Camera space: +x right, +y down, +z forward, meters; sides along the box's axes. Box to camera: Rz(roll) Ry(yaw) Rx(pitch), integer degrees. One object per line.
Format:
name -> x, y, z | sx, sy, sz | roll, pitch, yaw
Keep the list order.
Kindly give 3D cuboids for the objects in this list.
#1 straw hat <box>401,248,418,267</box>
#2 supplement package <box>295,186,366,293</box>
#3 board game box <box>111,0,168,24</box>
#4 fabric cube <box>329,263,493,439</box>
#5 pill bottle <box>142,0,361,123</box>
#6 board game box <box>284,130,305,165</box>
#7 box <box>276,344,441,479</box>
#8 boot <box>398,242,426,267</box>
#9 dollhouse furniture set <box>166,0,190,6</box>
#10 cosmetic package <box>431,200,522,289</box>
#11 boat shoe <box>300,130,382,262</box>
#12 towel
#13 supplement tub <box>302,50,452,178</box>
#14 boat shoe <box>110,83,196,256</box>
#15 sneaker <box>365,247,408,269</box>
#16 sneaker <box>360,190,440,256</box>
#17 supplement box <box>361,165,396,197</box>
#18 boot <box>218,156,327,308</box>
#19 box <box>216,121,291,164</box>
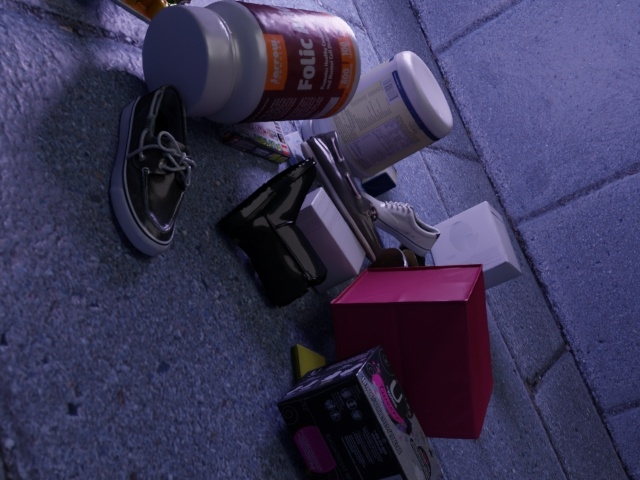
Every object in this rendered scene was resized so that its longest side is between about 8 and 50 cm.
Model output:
straw hat -> 0.231, 0.092, 1.727 | 0.061, 0.144, 0.144 | 9, 52, -23
supplement package -> 0.000, 0.000, 1.437 | 0.179, 0.105, 0.105 | 56, 24, -14
board game box -> -0.430, -0.611, 1.211 | 0.390, 0.050, 0.389 | 27, 43, -38
fabric cube -> 0.184, 0.203, 1.324 | 0.254, 0.259, 0.258 | -35, 119, -66
pill bottle -> -0.123, -0.338, 1.315 | 0.392, 0.224, 0.223 | -14, 78, -47
board game box -> -0.057, -0.211, 1.633 | 0.090, 0.020, 0.090 | 62, 25, -6
box -> 0.071, 0.326, 1.142 | 0.247, 0.163, 0.142 | 63, 24, -4
boot -> 0.272, 0.112, 1.868 | 0.236, 0.085, 0.178 | 58, 24, -10
dollhouse furniture set -> -0.296, -0.529, 1.424 | 0.058, 0.076, 0.151 | 56, 27, -11
cosmetic package -> 0.480, 0.038, 2.165 | 0.138, 0.224, 0.224 | 32, 40, -47
boat shoe -> 0.068, -0.111, 1.547 | 0.335, 0.096, 0.112 | 60, -5, 20
towel -> -0.008, 0.308, 1.232 | 0.102, 0.021, 0.237 | 38, 34, -48
supplement tub -> 0.141, -0.299, 1.732 | 0.235, 0.325, 0.235 | 43, 32, -35
boat shoe -> -0.250, -0.121, 1.084 | 0.113, 0.105, 0.306 | 38, 35, -42
sneaker -> 0.168, 0.144, 1.653 | 0.290, 0.106, 0.123 | -83, 159, -48
sneaker -> 0.204, -0.065, 1.829 | 0.258, 0.091, 0.094 | 34, 22, -10
supplement box -> 0.167, -0.177, 1.945 | 0.056, 0.083, 0.083 | 50, 29, -27
boot -> -0.052, -0.016, 1.303 | 0.246, 0.094, 0.207 | -44, 107, -33
box -> -0.147, -0.239, 1.471 | 0.207, 0.036, 0.114 | 13, 55, -58
